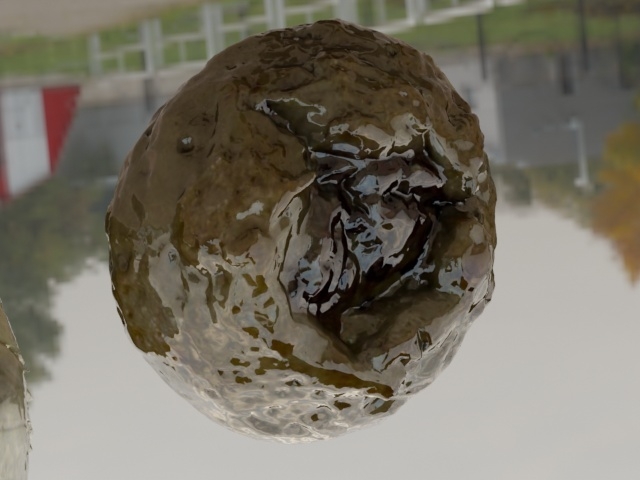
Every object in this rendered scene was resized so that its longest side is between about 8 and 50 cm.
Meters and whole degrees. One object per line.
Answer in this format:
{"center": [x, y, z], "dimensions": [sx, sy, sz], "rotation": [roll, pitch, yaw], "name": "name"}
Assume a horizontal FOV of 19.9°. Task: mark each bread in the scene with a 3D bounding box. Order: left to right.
{"center": [0.000, 0.000, 0.960], "dimensions": [0.230, 0.230, 0.123], "rotation": [-8, -162, -34], "name": "bread"}

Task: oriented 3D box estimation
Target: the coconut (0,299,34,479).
{"center": [-0.357, 0.120, 1.038], "dimensions": [0.360, 0.346, 0.346], "rotation": [-41, 163, 31], "name": "coconut"}
